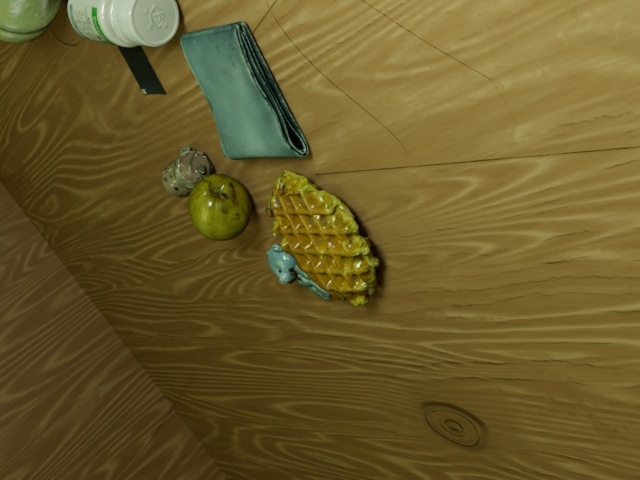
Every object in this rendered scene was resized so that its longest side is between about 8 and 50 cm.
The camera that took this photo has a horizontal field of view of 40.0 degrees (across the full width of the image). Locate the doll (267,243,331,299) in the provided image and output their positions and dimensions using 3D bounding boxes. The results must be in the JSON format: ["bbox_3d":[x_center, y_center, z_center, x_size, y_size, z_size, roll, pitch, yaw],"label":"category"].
[{"bbox_3d":[-0.056,0.083,2.026,0.180,0.075,0.120,45,158,12],"label":"doll"}]

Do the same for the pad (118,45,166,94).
[{"bbox_3d":[-0.426,-0.420,2.024,0.116,0.004,0.193,12,134,50],"label":"pad"}]

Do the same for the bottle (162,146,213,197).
[{"bbox_3d":[-0.309,-0.165,2.083,0.099,0.099,0.152,53,149,-7],"label":"bottle"}]

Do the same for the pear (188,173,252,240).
[{"bbox_3d":[-0.229,-0.076,2.009,0.149,0.149,0.162,39,162,20],"label":"pear"}]

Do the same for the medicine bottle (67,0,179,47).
[{"bbox_3d":[-0.397,-0.460,1.780,0.237,0.139,0.139,19,141,43],"label":"medicine bottle"}]

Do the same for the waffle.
[{"bbox_3d":[0.000,0.000,1.844,0.302,0.068,0.325,39,150,20],"label":"waffle"}]

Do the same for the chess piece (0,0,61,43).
[{"bbox_3d":[-0.629,-0.607,1.871,0.234,0.234,0.442,55,150,-10],"label":"chess piece"}]

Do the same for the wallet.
[{"bbox_3d":[-0.163,-0.284,1.741,0.251,0.054,0.290,5,128,53],"label":"wallet"}]
